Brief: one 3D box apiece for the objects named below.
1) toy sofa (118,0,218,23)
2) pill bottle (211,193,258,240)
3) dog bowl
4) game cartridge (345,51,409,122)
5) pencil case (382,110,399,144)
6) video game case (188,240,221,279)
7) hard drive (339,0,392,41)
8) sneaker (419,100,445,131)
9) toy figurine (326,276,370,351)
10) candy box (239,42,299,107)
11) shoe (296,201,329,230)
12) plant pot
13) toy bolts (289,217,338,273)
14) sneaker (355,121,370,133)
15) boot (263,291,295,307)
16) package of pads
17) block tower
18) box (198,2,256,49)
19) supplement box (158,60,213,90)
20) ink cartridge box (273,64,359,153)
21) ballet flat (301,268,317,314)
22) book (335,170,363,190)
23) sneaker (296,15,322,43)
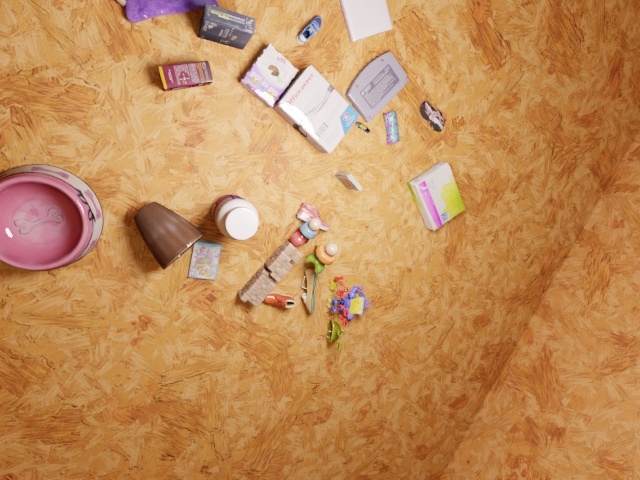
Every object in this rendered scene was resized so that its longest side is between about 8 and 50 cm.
[{"bbox_3d":[-0.554,-0.909,1.445,0.362,0.150,0.177,-12,107,-7],"label":"toy sofa"},{"bbox_3d":[-0.348,-0.094,1.667,0.169,0.301,0.169,-5,104,-20],"label":"pill bottle"},{"bbox_3d":[-1.034,-0.071,1.489,0.407,0.150,0.408,-5,105,-20],"label":"dog bowl"},{"bbox_3d":[0.261,-0.726,1.895,0.294,0.060,0.196,-46,117,-6],"label":"game cartridge"},{"bbox_3d":[0.343,-0.546,1.962,0.070,0.064,0.152,-23,110,-32],"label":"pencil case"},{"bbox_3d":[-0.514,0.089,1.804,0.119,0.015,0.166,9,99,-23],"label":"video game case"},{"bbox_3d":[0.185,-1.073,1.788,0.210,0.040,0.319,-24,110,-14],"label":"hard drive"},{"bbox_3d":[0.567,-0.635,2.037,0.178,0.072,0.077,45,72,-32],"label":"sneaker"},{"bbox_3d":[0.167,0.361,2.048,0.217,0.191,0.363,-1,104,-26],"label":"toy figurine"},{"bbox_3d":[-0.216,-0.690,1.706,0.165,0.070,0.196,37,88,-24],"label":"candy box"},{"bbox_3d":[-0.022,-0.114,1.921,0.178,0.063,0.081,25,98,-20],"label":"shoe"},{"bbox_3d":[-0.631,-0.038,1.639,0.215,0.215,0.230,-43,100,-7],"label":"plant pot"},{"bbox_3d":[0.000,0.000,1.881,0.228,0.218,0.158,49,122,2],"label":"toy bolts"},{"bbox_3d":[0.205,-0.539,1.925,0.083,0.035,0.031,27,91,-25],"label":"sneaker"},{"bbox_3d":[-0.196,0.287,1.938,0.157,0.084,0.059,6,102,-21],"label":"boot"},{"bbox_3d":[0.613,-0.234,2.122,0.229,0.101,0.297,-34,113,-11],"label":"package of pads"},{"bbox_3d":[-0.234,0.157,1.888,0.335,0.091,0.097,-47,113,-5],"label":"block tower"},{"bbox_3d":[-0.359,-0.802,1.534,0.183,0.232,0.059,5,98,-23],"label":"box"},{"bbox_3d":[-0.524,-0.640,1.578,0.188,0.104,0.081,-16,108,-17],"label":"supplement box"},{"bbox_3d":[-0.020,-0.568,1.779,0.307,0.129,0.223,39,87,-24],"label":"ink cartridge box"},{"bbox_3d":[-0.058,0.248,2.000,0.073,0.080,0.232,7,98,6],"label":"ballet flat"},{"bbox_3d":[0.135,-0.278,1.900,0.035,0.144,0.096,-46,113,-6],"label":"book"},{"bbox_3d":[-0.039,-0.901,1.731,0.053,0.059,0.144,41,85,-22],"label":"sneaker"}]
